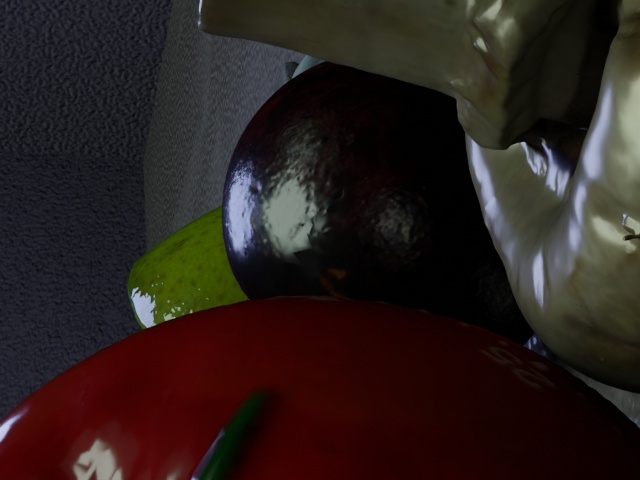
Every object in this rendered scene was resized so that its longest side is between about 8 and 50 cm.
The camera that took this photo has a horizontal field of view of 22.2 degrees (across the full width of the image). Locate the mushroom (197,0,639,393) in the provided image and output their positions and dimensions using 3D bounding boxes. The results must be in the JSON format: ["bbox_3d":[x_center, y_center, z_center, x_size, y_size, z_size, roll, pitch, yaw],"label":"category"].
[{"bbox_3d":[0.095,-0.085,0.650,0.292,0.290,0.292,-173,90,-81],"label":"mushroom"}]

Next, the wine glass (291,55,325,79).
[{"bbox_3d":[0.048,-0.108,1.254,0.241,0.126,0.126,-162,76,-76],"label":"wine glass"}]

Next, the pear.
[{"bbox_3d":[-0.032,0.021,1.309,0.288,0.239,0.139,-107,24,-55],"label":"pear"}]

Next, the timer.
[{"bbox_3d":[0.000,0.212,0.673,0.279,0.378,0.378,10,-98,-59],"label":"timer"}]

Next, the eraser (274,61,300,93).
[{"bbox_3d":[0.001,0.000,1.548,0.111,0.077,0.352,109,160,-58],"label":"eraser"}]

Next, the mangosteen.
[{"bbox_3d":[0.066,-0.030,1.017,0.265,0.228,0.228,-43,18,2],"label":"mangosteen"}]
